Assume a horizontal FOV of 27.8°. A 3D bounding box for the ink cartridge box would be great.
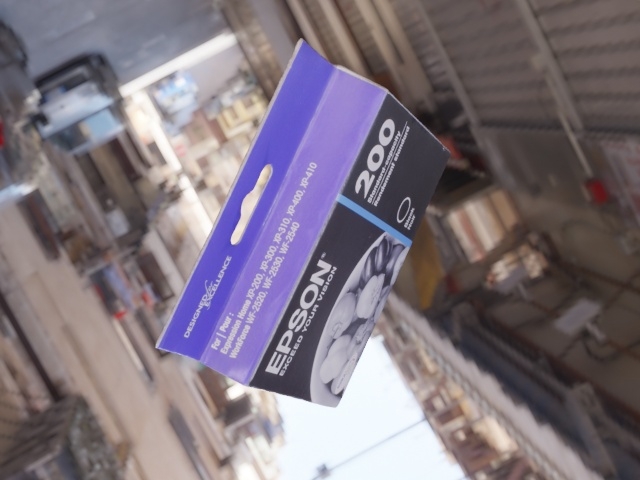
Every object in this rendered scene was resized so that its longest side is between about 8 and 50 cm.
[{"bbox_3d":[0.000,0.000,0.838,0.206,0.045,0.208,-65,153,-1],"label":"ink cartridge box"}]
